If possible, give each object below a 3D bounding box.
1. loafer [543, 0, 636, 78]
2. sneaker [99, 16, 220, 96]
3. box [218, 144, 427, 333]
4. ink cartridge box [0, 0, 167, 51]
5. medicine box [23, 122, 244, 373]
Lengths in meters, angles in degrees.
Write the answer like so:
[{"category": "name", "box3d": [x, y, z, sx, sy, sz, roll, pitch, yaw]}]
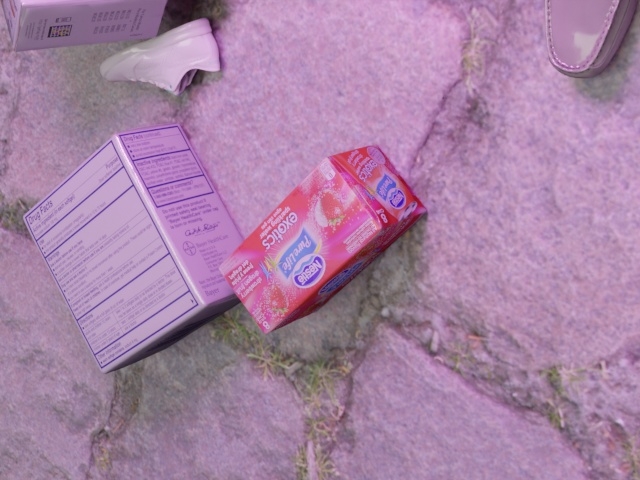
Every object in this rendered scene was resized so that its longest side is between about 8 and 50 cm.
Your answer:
[{"category": "loafer", "box3d": [0.287, -0.334, 1.081, 0.112, 0.111, 0.319, 12, 108, 32]}, {"category": "sneaker", "box3d": [-0.239, -0.255, 1.492, 0.212, 0.080, 0.094, -13, 106, 35]}, {"category": "box", "box3d": [0.000, 0.000, 1.355, 0.257, 0.128, 0.122, -44, 76, 33]}, {"category": "ink cartridge box", "box3d": [-0.319, -0.437, 1.391, 0.130, 0.272, 0.309, -43, 62, 62]}, {"category": "medicine box", "box3d": [-0.274, 0.012, 1.533, 0.263, 0.149, 0.289, -33, 82, 36]}]
